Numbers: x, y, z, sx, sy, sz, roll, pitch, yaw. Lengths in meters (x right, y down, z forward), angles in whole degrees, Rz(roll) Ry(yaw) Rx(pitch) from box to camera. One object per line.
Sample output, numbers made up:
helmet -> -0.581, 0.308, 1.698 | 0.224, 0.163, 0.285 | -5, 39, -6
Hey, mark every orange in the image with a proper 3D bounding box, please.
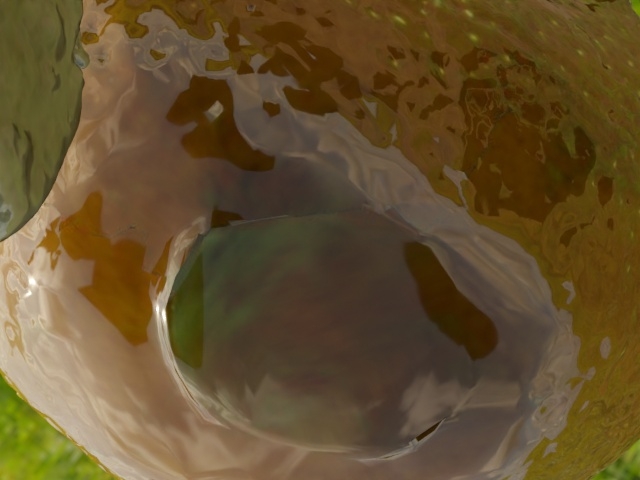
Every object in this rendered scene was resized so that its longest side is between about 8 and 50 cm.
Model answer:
orange -> -0.003, 0.006, 0.731 | 0.334, 0.196, 0.262 | 29, 128, -17

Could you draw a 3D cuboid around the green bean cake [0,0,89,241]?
green bean cake -> -0.125, -0.084, 0.392 | 0.109, 0.085, 0.179 | -2, 132, 16
